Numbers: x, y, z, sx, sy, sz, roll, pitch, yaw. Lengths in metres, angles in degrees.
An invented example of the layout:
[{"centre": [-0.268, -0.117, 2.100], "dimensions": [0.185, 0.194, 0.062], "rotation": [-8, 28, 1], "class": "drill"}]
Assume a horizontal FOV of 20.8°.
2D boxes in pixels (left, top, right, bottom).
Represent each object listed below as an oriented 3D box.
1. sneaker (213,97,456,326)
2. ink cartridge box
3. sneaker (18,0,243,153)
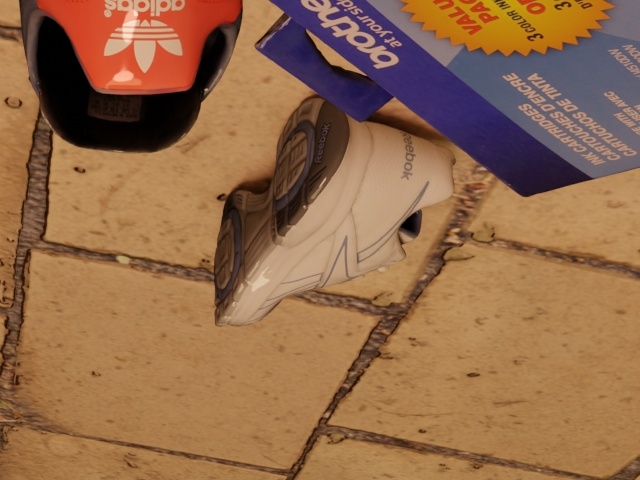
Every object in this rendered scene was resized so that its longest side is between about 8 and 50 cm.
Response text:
[{"centre": [0.000, 0.000, 1.330], "dimensions": [0.129, 0.111, 0.297], "rotation": [11, 155, -20], "class": "sneaker"}, {"centre": [0.150, -0.164, 0.909], "dimensions": [0.395, 0.151, 0.270], "rotation": [-13, 147, 39], "class": "ink cartridge box"}, {"centre": [-0.113, -0.118, 0.960], "dimensions": [0.131, 0.148, 0.350], "rotation": [0, 179, -6], "class": "sneaker"}]
